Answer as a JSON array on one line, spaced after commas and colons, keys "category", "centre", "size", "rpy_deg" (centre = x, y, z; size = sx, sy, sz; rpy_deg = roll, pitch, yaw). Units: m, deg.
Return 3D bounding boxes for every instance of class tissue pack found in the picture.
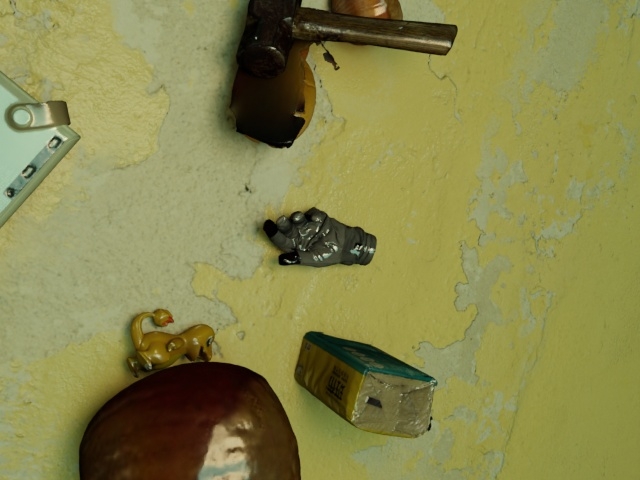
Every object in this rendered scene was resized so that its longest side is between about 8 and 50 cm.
[{"category": "tissue pack", "centre": [0.086, 0.296, 1.362], "size": [0.192, 0.271, 0.133], "rpy_deg": [15, 91, -26]}]

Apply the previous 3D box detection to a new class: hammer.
[{"category": "hammer", "centre": [0.059, -0.402, 1.264], "size": [0.409, 0.095, 0.242], "rpy_deg": [8, 60, -1]}]

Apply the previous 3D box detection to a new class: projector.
[{"category": "projector", "centre": [-0.525, -0.159, 1.072], "size": [0.177, 0.163, 0.242], "rpy_deg": [43, 79, -24]}]

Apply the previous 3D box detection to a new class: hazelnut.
[{"category": "hazelnut", "centre": [-0.230, 0.426, 1.175], "size": [0.421, 0.352, 0.420], "rpy_deg": [3, 108, 10]}, {"category": "hazelnut", "centre": [0.098, -0.493, 1.396], "size": [0.151, 0.150, 0.150], "rpy_deg": [-2, 95, -27]}]

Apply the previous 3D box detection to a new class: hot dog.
[{"category": "hot dog", "centre": [-0.071, -0.294, 1.301], "size": [0.194, 0.107, 0.325], "rpy_deg": [18, 62, 11]}]

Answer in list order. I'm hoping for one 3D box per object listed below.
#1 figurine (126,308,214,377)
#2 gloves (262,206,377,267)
[{"category": "figurine", "centre": [-0.288, 0.188, 1.268], "size": [0.176, 0.121, 0.122], "rpy_deg": [-5, 68, -40]}, {"category": "gloves", "centre": [-0.002, 0.002, 1.382], "size": [0.286, 0.119, 0.142], "rpy_deg": [20, 73, -41]}]
